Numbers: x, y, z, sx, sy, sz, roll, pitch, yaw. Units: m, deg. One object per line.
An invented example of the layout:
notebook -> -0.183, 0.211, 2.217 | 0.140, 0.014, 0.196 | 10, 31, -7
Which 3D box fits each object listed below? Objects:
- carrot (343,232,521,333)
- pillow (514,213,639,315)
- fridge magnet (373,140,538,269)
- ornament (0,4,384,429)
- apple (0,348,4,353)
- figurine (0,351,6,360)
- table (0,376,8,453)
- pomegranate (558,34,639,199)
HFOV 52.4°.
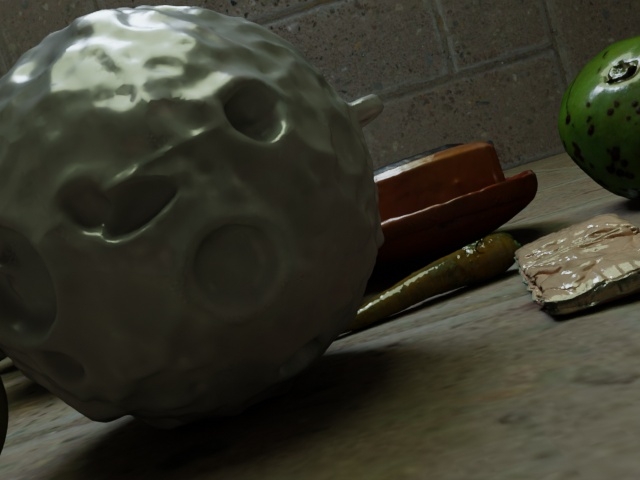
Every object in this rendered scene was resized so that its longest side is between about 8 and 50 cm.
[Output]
carrot -> 0.115, 0.050, 0.713 | 0.254, 0.049, 0.049 | -22, 5, -19
pillow -> 0.249, 0.017, 0.608 | 0.126, 0.043, 0.232 | -21, 5, 13
fridge magnet -> 0.151, -0.046, 1.007 | 0.363, 0.155, 0.363 | -19, -1, 0
ornament -> -0.123, -0.018, 0.526 | 0.337, 0.337, 0.337 | -17, 4, 1
apple -> -0.358, 0.036, 0.973 | 0.339, 0.339, 0.339 | -17, 4, 1
figurine -> -0.585, 0.061, 1.254 | 0.266, 0.361, 0.377 | -43, -2, 28
table -> -0.384, 0.164, 0.536 | 0.226, 0.167, 0.167 | -25, -2, 42
pomegranate -> 0.477, -0.169, 0.930 | 0.254, 0.254, 0.270 | -13, -27, 44
